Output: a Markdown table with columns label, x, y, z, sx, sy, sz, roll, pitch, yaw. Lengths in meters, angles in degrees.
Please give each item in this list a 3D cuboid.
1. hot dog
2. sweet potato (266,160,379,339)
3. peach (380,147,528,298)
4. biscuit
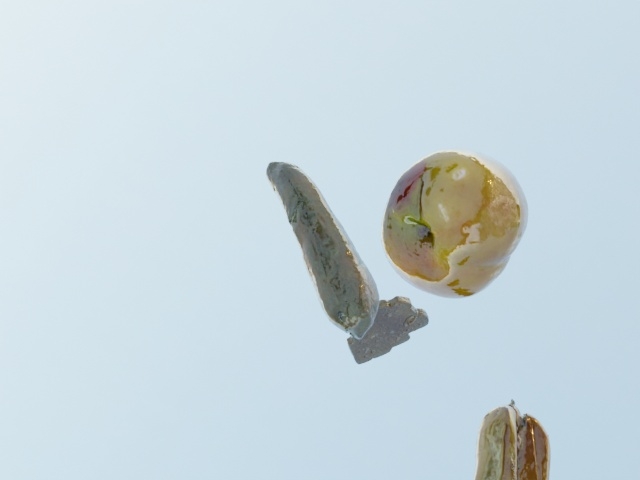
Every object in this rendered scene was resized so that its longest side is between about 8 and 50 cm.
| label | x | y | z | sx | sy | sz | roll | pitch | yaw |
| --- | --- | --- | --- | --- | --- | --- | --- | --- | --- |
| hot dog | 0.187 | 0.263 | 1.840 | 0.062 | 0.092 | 0.235 | -29 | -139 | 44 |
| sweet potato | 0.000 | 0.000 | 2.326 | 0.075 | 0.075 | 0.273 | -37 | -115 | 22 |
| peach | 0.123 | -0.020 | 1.664 | 0.138 | 0.138 | 0.138 | -36 | -150 | 25 |
| biscuit | 0.080 | 0.121 | 2.499 | 0.130 | 0.119 | 0.019 | -53 | -139 | 32 |
